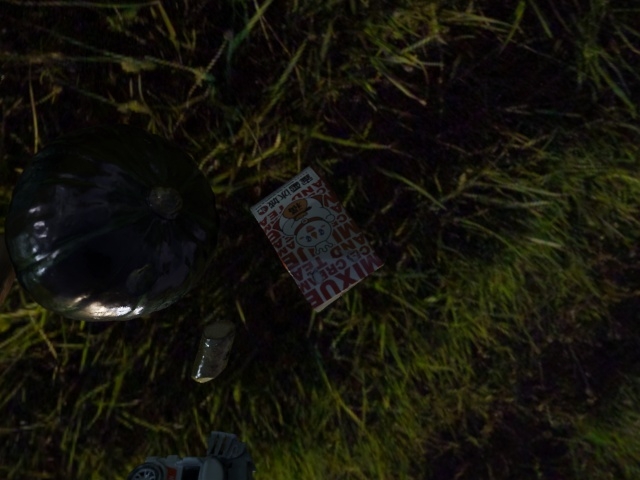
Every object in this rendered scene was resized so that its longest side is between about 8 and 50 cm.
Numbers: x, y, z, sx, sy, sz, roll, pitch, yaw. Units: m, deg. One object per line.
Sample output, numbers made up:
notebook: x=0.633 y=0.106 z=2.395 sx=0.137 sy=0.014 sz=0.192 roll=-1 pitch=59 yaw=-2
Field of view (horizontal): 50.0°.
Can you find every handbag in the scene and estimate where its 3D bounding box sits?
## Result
handbag: x=0.000 y=0.000 z=1.338 sx=0.171 sy=0.298 sz=0.151 roll=-36 pitch=129 yaw=-1

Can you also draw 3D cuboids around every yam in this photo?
yam: x=-0.217 y=0.231 z=1.403 sx=0.070 sy=0.069 sz=0.146 roll=7 pitch=116 yaw=-22

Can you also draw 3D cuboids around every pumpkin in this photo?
pumpkin: x=-0.291 y=-0.028 z=1.013 sx=0.315 sy=0.315 sz=0.239 roll=31 pitch=147 yaw=-31

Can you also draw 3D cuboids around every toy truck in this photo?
toy truck: x=-0.174 y=0.425 z=0.930 sx=0.185 sy=0.338 sz=0.132 roll=-9 pitch=129 yaw=9

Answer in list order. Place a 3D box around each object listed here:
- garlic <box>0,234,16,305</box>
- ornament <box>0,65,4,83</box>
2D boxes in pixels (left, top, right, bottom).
garlic: x=-0.524 y=0.057 z=1.078 sx=0.091 sy=0.198 sz=0.128 roll=7 pitch=141 yaw=-5
ornament: x=-0.499 y=-0.161 z=0.921 sx=0.203 sy=0.081 sz=0.088 roll=-41 pitch=150 yaw=9
